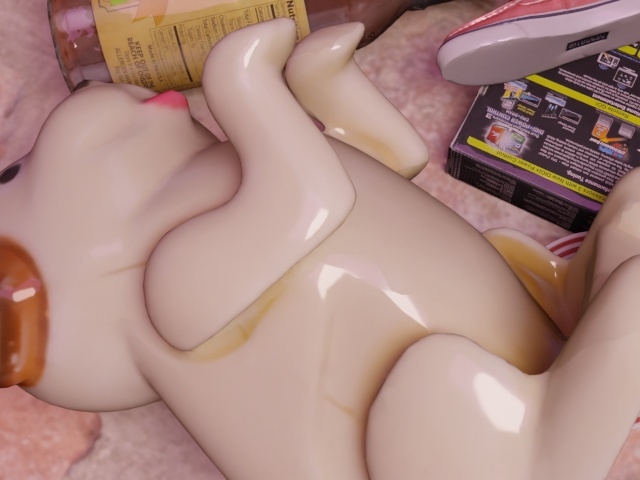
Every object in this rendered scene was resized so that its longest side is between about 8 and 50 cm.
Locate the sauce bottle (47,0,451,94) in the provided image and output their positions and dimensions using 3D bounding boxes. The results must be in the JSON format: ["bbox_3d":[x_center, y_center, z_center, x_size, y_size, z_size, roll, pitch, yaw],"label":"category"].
[{"bbox_3d":[-0.029,-0.188,0.793,0.344,0.111,0.111,-13,73,-1],"label":"sauce bottle"}]

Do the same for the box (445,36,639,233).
[{"bbox_3d":[0.260,-0.094,0.766,0.270,0.060,0.216,25,78,12],"label":"box"}]

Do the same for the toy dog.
[{"bbox_3d":[-0.028,0.045,0.663,0.407,0.284,0.396,22,120,10],"label":"toy dog"}]

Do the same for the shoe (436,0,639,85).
[{"bbox_3d":[0.158,-0.170,0.737,0.177,0.063,0.081,-15,71,-5],"label":"shoe"}]

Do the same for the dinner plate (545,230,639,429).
[{"bbox_3d":[0.197,0.064,0.729,0.141,0.017,0.141,-1,88,20],"label":"dinner plate"}]
